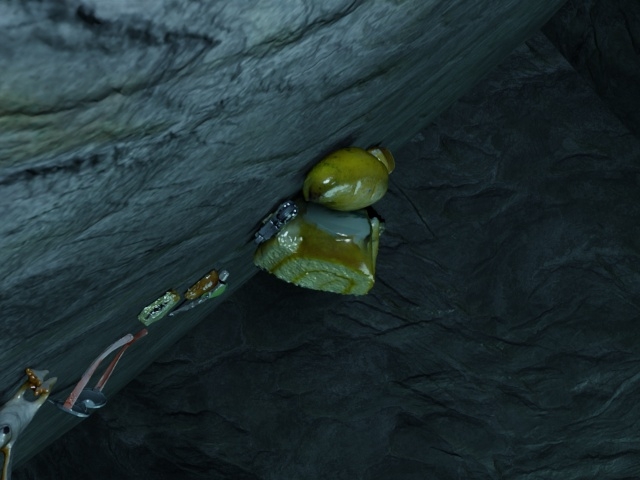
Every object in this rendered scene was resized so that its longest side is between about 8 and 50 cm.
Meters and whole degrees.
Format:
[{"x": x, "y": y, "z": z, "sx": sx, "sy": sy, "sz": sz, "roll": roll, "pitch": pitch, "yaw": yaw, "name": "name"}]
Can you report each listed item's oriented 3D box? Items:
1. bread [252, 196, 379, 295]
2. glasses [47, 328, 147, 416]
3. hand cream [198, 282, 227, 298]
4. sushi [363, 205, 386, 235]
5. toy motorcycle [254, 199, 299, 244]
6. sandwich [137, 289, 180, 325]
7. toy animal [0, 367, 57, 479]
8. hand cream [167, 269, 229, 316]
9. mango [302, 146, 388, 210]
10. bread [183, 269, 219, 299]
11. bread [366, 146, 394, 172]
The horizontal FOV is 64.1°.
[{"x": -0.008, "y": -0.004, "z": 1.591, "sx": 0.264, "sy": 0.396, "sz": 0.239, "roll": 100, "pitch": 3, "yaw": -55, "name": "bread"}, {"x": -0.618, "y": 0.351, "z": 1.437, "sx": 0.268, "sy": 0.118, "sz": 0.234, "roll": -61, "pitch": 180, "yaw": -7, "name": "glasses"}, {"x": -0.408, "y": 0.189, "z": 1.968, "sx": 0.095, "sy": 0.046, "sz": 0.175, "roll": -40, "pitch": 173, "yaw": 6, "name": "hand cream"}, {"x": 0.051, "y": -0.060, "z": 1.973, "sx": 0.328, "sy": 0.285, "sz": 0.329, "roll": -37, "pitch": 165, "yaw": 2, "name": "sushi"}, {"x": -0.118, "y": -0.059, "z": 1.448, "sx": 0.193, "sy": 0.061, "sz": 0.124, "roll": -41, "pitch": -174, "yaw": 42, "name": "toy motorcycle"}, {"x": -0.402, "y": 0.167, "z": 1.283, "sx": 0.105, "sy": 0.035, "sz": 0.093, "roll": -41, "pitch": 178, "yaw": 8, "name": "sandwich"}, {"x": -0.561, "y": 0.348, "z": 0.934, "sx": 0.302, "sy": 0.225, "sz": 0.284, "roll": -52, "pitch": -163, "yaw": 6, "name": "toy animal"}, {"x": -0.410, "y": 0.188, "z": 1.753, "sx": 0.257, "sy": 0.050, "sz": 0.084, "roll": -38, "pitch": -178, "yaw": 8, "name": "hand cream"}, {"x": 0.065, "y": -0.162, "z": 1.326, "sx": 0.330, "sy": 0.176, "sz": 0.176, "roll": 9, "pitch": 101, "yaw": -63, "name": "mango"}, {"x": -0.366, "y": 0.146, "z": 1.604, "sx": 0.126, "sy": 0.044, "sz": 0.129, "roll": -39, "pitch": -178, "yaw": -8, "name": "bread"}, {"x": 0.205, "y": -0.284, "z": 1.980, "sx": 0.153, "sy": 0.119, "sz": 0.288, "roll": -38, "pitch": 179, "yaw": 20, "name": "bread"}]
